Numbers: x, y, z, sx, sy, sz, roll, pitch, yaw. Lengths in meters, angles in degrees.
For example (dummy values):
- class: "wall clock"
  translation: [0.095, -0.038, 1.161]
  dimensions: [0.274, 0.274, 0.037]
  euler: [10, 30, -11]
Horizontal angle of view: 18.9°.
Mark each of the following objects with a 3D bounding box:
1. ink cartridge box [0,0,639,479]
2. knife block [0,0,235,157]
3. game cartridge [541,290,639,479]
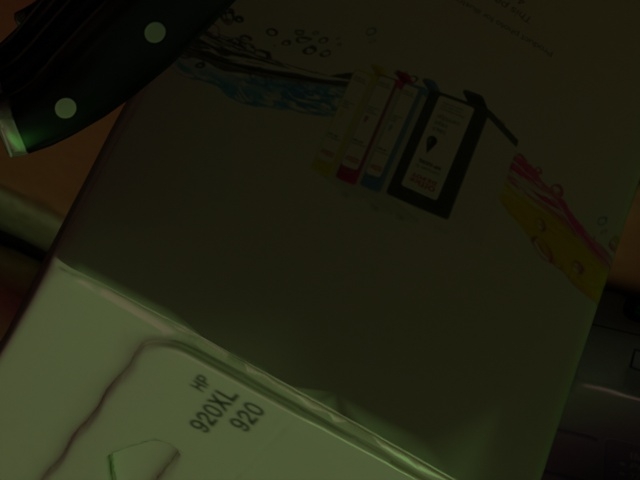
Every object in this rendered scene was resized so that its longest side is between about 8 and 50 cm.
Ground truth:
- class: "ink cartridge box"
  translation: [0.000, 0.000, 0.690]
  dimensions: [0.168, 0.233, 0.171]
  euler: [29, 145, -7]
- class: "knife block"
  translation: [0.008, -0.143, 0.493]
  dimensions: [0.275, 0.242, 0.088]
  euler: [-15, 131, 41]
- class: "game cartridge"
  translation: [0.236, 0.133, 0.882]
  dimensions: [0.355, 0.068, 0.230]
  euler: [13, 139, 15]
